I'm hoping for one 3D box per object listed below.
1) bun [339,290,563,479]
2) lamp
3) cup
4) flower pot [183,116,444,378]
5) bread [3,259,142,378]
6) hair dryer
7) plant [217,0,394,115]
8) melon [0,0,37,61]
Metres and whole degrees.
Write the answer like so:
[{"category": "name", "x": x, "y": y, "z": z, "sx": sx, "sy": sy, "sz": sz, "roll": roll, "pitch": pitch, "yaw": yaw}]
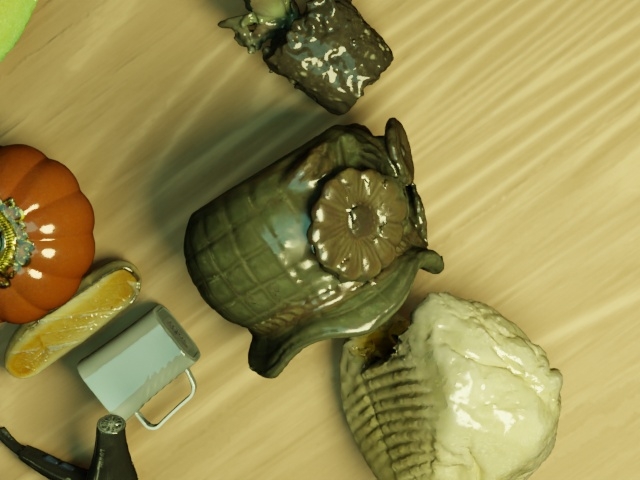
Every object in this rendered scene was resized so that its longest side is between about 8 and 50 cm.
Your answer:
[{"category": "bun", "x": 0.167, "y": 0.189, "z": 1.586, "sx": 0.205, "sy": 0.281, "sz": 0.281, "roll": -11, "pitch": 95, "yaw": -25}, {"category": "lamp", "x": -0.382, "y": -0.008, "z": 1.639, "sx": 0.223, "sy": 0.196, "sz": 0.223, "roll": 1, "pitch": 97, "yaw": 8}, {"category": "cup", "x": -0.218, "y": 0.166, "z": 1.691, "sx": 0.129, "sy": 0.095, "sz": 0.128, "roll": -38, "pitch": 91, "yaw": 7}, {"category": "flower pot", "x": 0.000, "y": 0.000, "z": 1.556, "sx": 0.302, "sy": 0.302, "sz": 0.213, "roll": -31, "pitch": 95, "yaw": 8}, {"category": "bread", "x": -0.317, "y": 0.094, "z": 1.713, "sx": 0.214, "sy": 0.053, "sz": 0.073, "roll": -37, "pitch": 119, "yaw": 7}, {"category": "hair dryer", "x": -0.328, "y": 0.273, "z": 1.713, "sx": 0.219, "sy": 0.075, "sz": 0.195, "roll": 20, "pitch": 129, "yaw": 19}, {"category": "plant", "x": -0.015, "y": -0.245, "z": 1.611, "sx": 0.142, "sy": 0.131, "sz": 0.203, "roll": -43, "pitch": 100, "yaw": 9}, {"category": "melon", "x": -0.484, "y": -0.357, "z": 1.613, "sx": 0.331, "sy": 0.226, "sz": 0.343, "roll": -2, "pitch": 108, "yaw": -5}]
